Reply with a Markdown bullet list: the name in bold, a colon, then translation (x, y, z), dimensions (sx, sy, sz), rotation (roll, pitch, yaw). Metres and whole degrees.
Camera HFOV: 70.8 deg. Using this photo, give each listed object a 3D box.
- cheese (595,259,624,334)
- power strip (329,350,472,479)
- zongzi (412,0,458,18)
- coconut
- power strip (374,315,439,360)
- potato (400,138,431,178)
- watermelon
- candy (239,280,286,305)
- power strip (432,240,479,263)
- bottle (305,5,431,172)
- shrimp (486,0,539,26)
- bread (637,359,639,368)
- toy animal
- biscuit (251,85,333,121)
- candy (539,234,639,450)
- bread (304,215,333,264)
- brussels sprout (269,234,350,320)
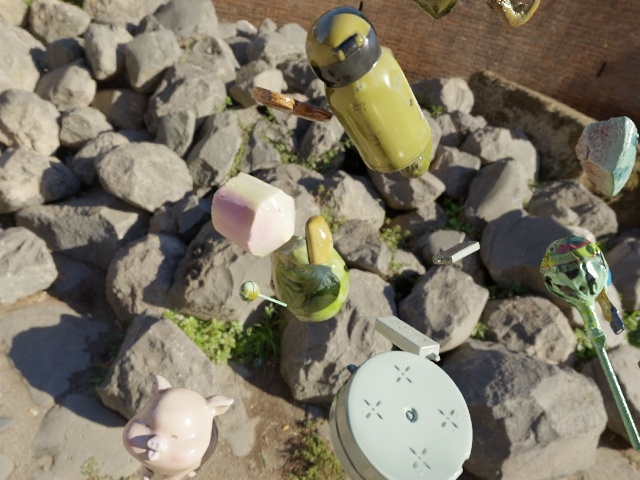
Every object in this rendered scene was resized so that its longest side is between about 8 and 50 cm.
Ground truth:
- **cheese**: translation (0.728, 0.116, 1.195), dimensions (0.069, 0.177, 0.271), rotation (-18, 64, 13)
- **power strip**: translation (0.191, 0.457, 1.151), dimensions (0.357, 0.161, 0.358), rotation (10, 52, -13)
- **zongzi**: translation (0.265, -0.567, 0.779), dimensions (0.122, 0.260, 0.289), rotation (25, 60, -12)
- **coconut**: translation (-0.189, -0.074, 1.396), dimensions (0.245, 0.233, 0.233), rotation (31, 34, 17)
- **power strip**: translation (0.325, 0.368, 1.698), dimensions (0.098, 0.058, 0.338), rotation (0, 14, -28)
- **potato**: translation (0.334, -0.352, 1.658), dimensions (0.149, 0.252, 0.113), rotation (-10, 13, 17)
- **watermelon**: translation (0.579, -0.155, 0.910), dimensions (0.081, 0.180, 0.094), rotation (-37, 24, -20)
- **candy**: translation (-0.166, 0.172, 1.348), dimensions (0.202, 0.061, 0.061), rotation (33, 8, -49)
- **power strip**: translation (0.463, 0.043, 1.539), dimensions (0.226, 0.029, 0.079), rotation (-19, 9, -40)
- **bottle**: translation (0.098, -0.318, 0.950), dimensions (0.171, 0.351, 0.172), rotation (-20, 46, 22)
- **shrimp**: translation (0.564, -0.701, 1.306), dimensions (0.178, 0.124, 0.034), rotation (27, 45, -29)
- **bread**: translation (0.837, 0.309, 1.063), dimensions (0.126, 0.129, 0.044), rotation (18, 54, 16)
- **toy animal**: translation (-0.369, 0.509, 1.182), dimensions (0.236, 0.270, 0.326), rotation (14, -8, 8)
- **biscuit**: translation (-0.059, -0.296, 0.998), dimensions (0.192, 0.036, 0.186), rotation (12, 15, -22)
- **candy**: translation (0.404, 0.141, 0.647), dimensions (0.091, 0.083, 0.306), rotation (-13, 78, -14)
- **bread**: translation (0.000, 0.000, 1.043), dimensions (0.056, 0.115, 0.082), rotation (-2, 9, 16)
- **brussels sprout**: translation (-0.053, 0.145, 1.654), dimensions (0.343, 0.344, 0.268), rotation (17, 28, 5)
